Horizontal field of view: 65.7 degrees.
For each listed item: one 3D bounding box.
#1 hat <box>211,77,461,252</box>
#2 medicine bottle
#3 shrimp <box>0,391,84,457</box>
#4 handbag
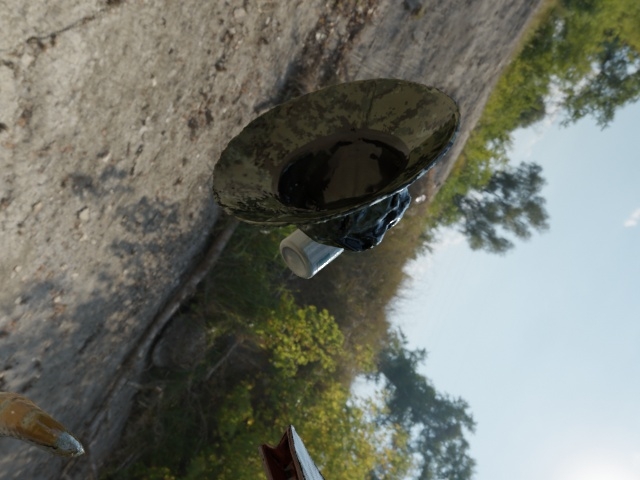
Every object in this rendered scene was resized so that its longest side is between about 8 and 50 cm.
[{"bbox_3d":[0.027,-0.062,0.537,0.266,0.265,0.128,-57,137,-30],"label":"hat"},{"bbox_3d":[0.000,0.000,0.864,0.130,0.080,0.080,-37,165,-29],"label":"medicine bottle"},{"bbox_3d":[-0.370,0.238,0.617,0.052,0.187,0.133,-55,135,-41],"label":"shrimp"},{"bbox_3d":[-0.003,0.479,0.845,0.084,0.260,0.275,-29,-166,-8],"label":"handbag"}]
